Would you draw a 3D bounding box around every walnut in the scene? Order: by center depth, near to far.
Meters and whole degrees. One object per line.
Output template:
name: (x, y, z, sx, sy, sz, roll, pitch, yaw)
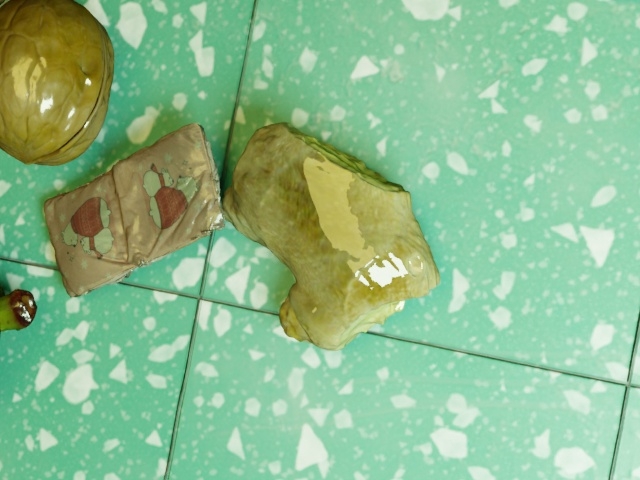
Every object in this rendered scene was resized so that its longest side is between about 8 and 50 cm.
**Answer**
walnut: (-0.322, -0.187, 1.601, 0.167, 0.167, 0.207, 3, 79, 17)

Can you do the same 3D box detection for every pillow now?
pillow: (-0.215, -0.031, 1.604, 0.248, 0.049, 0.135, -26, 71, 29)

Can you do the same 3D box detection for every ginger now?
ginger: (0.000, 0.000, 1.513, 0.275, 0.130, 0.221, 24, 105, 24)

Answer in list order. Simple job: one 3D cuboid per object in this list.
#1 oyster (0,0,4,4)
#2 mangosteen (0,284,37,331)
oyster: (-0.410, -0.426, 1.684, 0.201, 0.107, 0.354, -1, 68, 7)
mangosteen: (-0.486, 0.089, 1.596, 0.287, 0.233, 0.288, -3, 78, 17)
